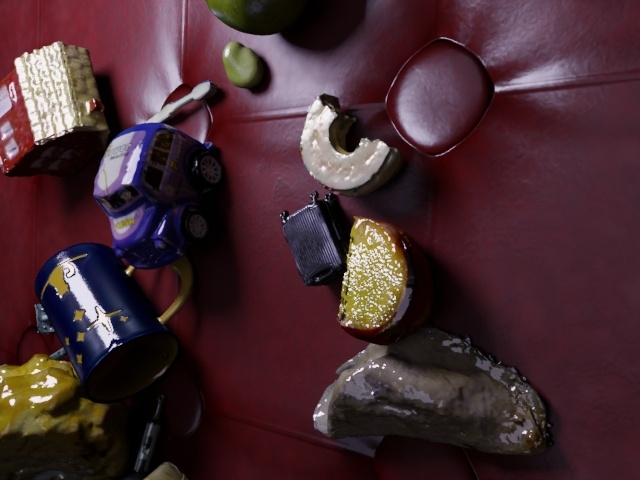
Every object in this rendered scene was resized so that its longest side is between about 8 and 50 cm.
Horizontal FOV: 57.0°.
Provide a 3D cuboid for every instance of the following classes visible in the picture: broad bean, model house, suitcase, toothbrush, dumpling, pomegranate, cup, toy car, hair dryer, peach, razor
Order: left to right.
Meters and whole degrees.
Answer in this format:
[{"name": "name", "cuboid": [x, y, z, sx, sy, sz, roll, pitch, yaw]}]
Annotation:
[{"name": "razor", "cuboid": [-0.576, 0.255, 1.285, 0.211, 0.036, 0.084, -27, 73, 32]}, {"name": "model house", "cuboid": [-0.520, -0.259, 1.172, 0.254, 0.160, 0.196, -23, 77, 32]}, {"name": "razor", "cuboid": [-0.563, 0.159, 1.278, 0.135, 0.040, 0.068, -16, 81, 30]}, {"name": "cup", "cuboid": [-0.359, 0.120, 1.084, 0.256, 0.255, 0.178, 48, 153, 28]}, {"name": "hair dryer", "cuboid": [-0.318, 0.378, 1.075, 0.057, 0.100, 0.198, 14, 82, -4]}, {"name": "toy car", "cuboid": [-0.283, -0.077, 0.976, 0.172, 0.158, 0.235, -11, 61, 34]}, {"name": "toothbrush", "cuboid": [-0.290, -0.227, 1.082, 0.294, 0.028, 0.026, -18, 79, 35]}, {"name": "broad bean", "cuboid": [-0.127, -0.283, 0.957, 0.063, 0.045, 0.083, -39, 76, 17]}, {"name": "pomegranate", "cuboid": [-0.108, -0.386, 0.845, 0.179, 0.210, 0.179, 25, 120, 53]}, {"name": "suitcase", "cuboid": [0.000, 0.000, 0.855, 0.086, 0.059, 0.126, -30, 75, 33]}, {"name": "peach", "cuboid": [0.085, 0.053, 0.772, 0.127, 0.092, 0.172, -29, 56, 31]}, {"name": "dumpling", "cuboid": [0.113, 0.190, 0.759, 0.332, 0.086, 0.166, -9, 87, 31]}]

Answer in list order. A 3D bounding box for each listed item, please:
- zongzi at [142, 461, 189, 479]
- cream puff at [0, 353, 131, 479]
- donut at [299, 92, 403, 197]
[{"name": "zongzi", "cuboid": [-0.208, 0.525, 0.998, 0.256, 0.115, 0.228, 25, 119, 10]}, {"name": "cream puff", "cuboid": [-0.513, 0.334, 1.114, 0.257, 0.291, 0.324, -112, 26, -46]}, {"name": "donut", "cuboid": [0.037, -0.120, 0.822, 0.166, 0.065, 0.108, 43, 114, 27]}]
